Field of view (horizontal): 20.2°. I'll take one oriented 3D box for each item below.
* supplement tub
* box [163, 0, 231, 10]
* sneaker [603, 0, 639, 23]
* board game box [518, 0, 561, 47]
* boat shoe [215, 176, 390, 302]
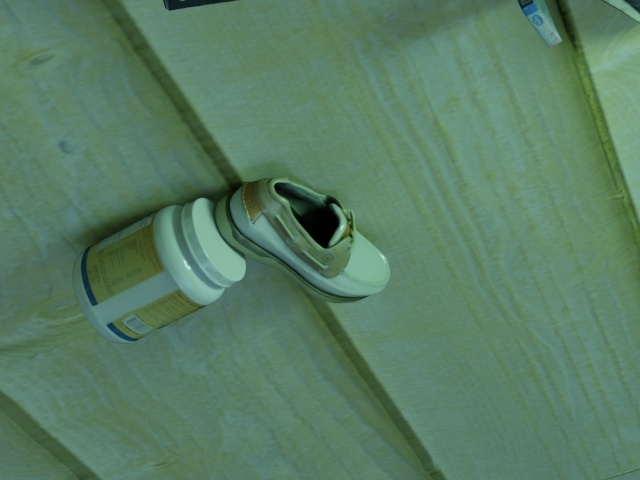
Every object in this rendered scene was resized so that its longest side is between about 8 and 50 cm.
[{"bbox_3d":[-0.215,0.039,2.403,0.199,0.144,0.144,-26,145,21],"label":"supplement tub"},{"bbox_3d":[-0.077,-0.343,1.899,0.207,0.108,0.153,-8,147,-6],"label":"box"},{"bbox_3d":[0.400,-0.308,2.147,0.192,0.064,0.086,19,141,-34],"label":"sneaker"},{"bbox_3d":[0.246,-0.284,2.110,0.020,0.090,0.090,-28,144,16],"label":"board game box"},{"bbox_3d":[0.000,0.000,2.444,0.103,0.113,0.302,-31,143,34],"label":"boat shoe"}]
